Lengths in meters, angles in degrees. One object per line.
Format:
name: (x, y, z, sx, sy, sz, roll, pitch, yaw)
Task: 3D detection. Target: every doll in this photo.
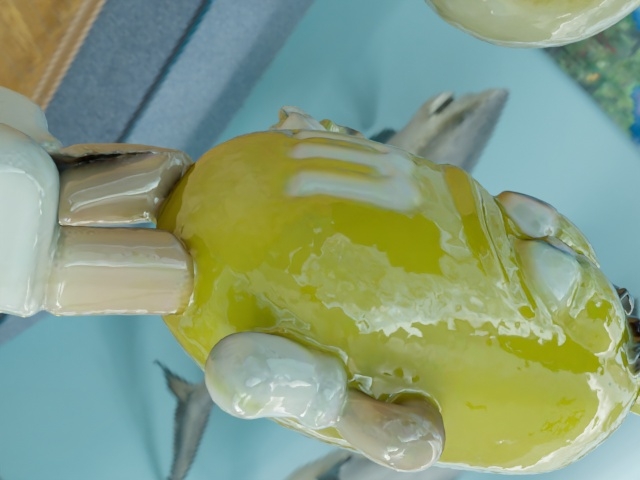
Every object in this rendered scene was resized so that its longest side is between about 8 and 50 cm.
doll: (-0.024, 0.005, 0.566, 0.423, 0.348, 0.161, -3, 127, -41)

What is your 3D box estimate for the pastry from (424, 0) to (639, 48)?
pastry: (0.111, -0.162, 0.466, 0.156, 0.092, 0.156, -5, 131, -6)
